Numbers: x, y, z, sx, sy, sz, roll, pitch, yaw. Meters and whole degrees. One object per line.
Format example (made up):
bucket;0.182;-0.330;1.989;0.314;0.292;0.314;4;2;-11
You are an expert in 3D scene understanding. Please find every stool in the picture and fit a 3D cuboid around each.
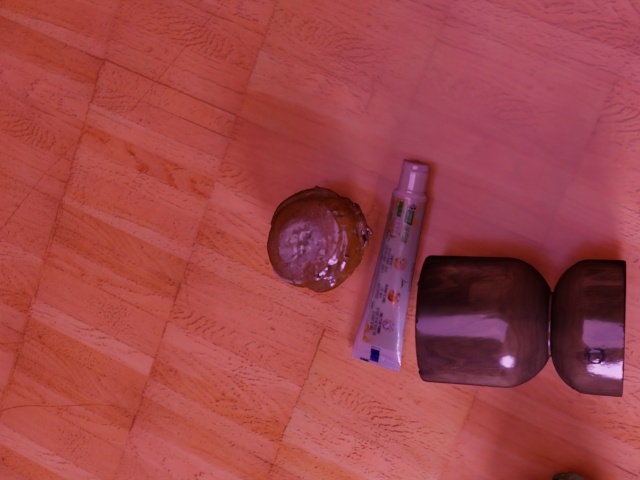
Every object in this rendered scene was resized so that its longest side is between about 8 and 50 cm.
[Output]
stool;0.270;0.111;1.197;0.264;0.179;0.179;1;98;19

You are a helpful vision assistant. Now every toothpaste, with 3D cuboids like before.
toothpaste;0.111;0.039;1.307;0.055;0.058;0.315;3;107;-27

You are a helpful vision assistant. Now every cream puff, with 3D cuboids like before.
cream puff;0.000;0.000;1.302;0.165;0.115;0.150;-16;86;29

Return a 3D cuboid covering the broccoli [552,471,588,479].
broccoli;0.341;0.408;1.229;0.195;0.195;0.156;35;69;10
